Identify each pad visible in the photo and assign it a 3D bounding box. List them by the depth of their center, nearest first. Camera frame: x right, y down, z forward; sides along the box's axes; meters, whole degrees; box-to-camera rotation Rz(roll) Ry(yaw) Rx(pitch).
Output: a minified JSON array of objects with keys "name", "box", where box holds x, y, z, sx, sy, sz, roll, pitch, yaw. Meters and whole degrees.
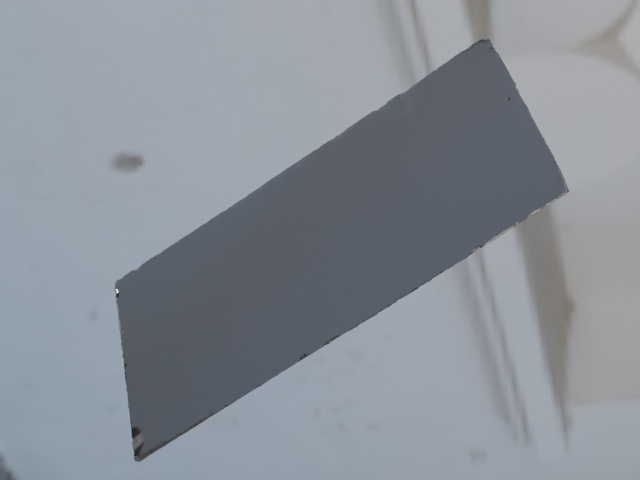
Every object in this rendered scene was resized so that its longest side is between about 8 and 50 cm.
[{"name":"pad","box":[0.000,0.000,0.884,0.004,0.243,0.164,50,13,-31]}]
